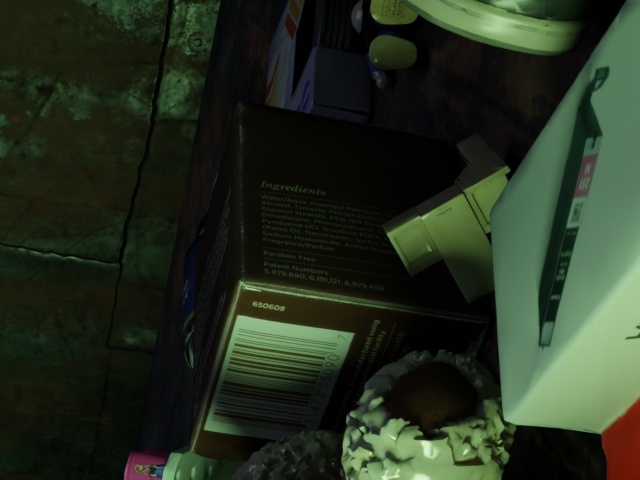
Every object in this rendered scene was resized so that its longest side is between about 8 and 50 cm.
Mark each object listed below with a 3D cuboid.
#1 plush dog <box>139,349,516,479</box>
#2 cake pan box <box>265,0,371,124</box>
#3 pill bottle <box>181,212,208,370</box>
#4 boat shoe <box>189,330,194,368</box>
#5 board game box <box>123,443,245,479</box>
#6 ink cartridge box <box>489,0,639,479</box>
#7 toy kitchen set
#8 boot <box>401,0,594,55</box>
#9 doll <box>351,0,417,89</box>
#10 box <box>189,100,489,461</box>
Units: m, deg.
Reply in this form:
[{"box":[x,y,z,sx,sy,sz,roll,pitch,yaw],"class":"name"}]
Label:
[{"box":[0.010,0.183,0.738,0.210,0.262,0.225,63,-175,-9],"class":"plush dog"},{"box":[-0.004,-0.180,1.338,0.267,0.070,0.246,123,152,-61],"class":"cake pan box"},{"box":[-0.103,0.058,1.478,0.219,0.123,0.123,-96,19,-52],"class":"pill bottle"},{"box":[-0.051,0.124,1.156,0.320,0.118,0.103,7,-102,-89],"class":"boat shoe"},{"box":[-0.128,0.365,1.173,0.390,0.050,0.390,9,-90,-79],"class":"board game box"},{"box":[0.147,0.015,0.493,0.275,0.060,0.239,115,161,-53],"class":"ink cartridge box"},{"box":[0.087,-0.010,0.784,0.068,0.083,0.075,59,-176,-22],"class":"toy kitchen set"},{"box":[0.123,-0.309,0.692,0.377,0.138,0.284,-86,12,-47],"class":"boot"},{"box":[0.057,-0.198,1.107,0.189,0.046,0.129,-106,18,-77],"class":"doll"},{"box":[0.004,0.035,0.884,0.203,0.167,0.168,-94,17,-49],"class":"box"}]
